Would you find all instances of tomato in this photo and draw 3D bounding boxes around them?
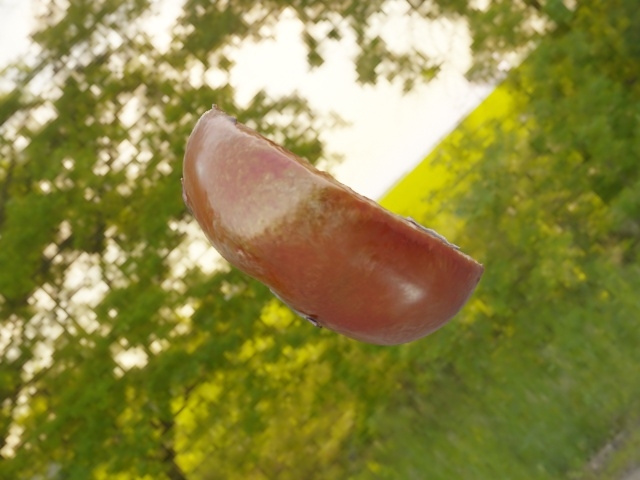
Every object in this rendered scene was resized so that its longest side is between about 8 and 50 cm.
[{"bbox_3d":[0.000,0.000,0.923,0.095,0.237,0.237,-59,-1,5],"label":"tomato"}]
